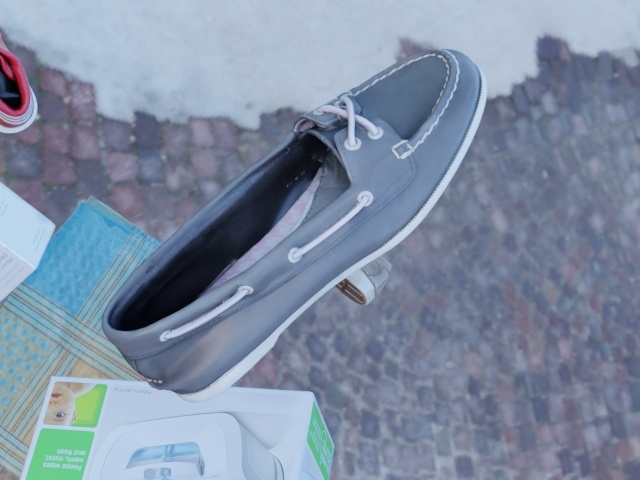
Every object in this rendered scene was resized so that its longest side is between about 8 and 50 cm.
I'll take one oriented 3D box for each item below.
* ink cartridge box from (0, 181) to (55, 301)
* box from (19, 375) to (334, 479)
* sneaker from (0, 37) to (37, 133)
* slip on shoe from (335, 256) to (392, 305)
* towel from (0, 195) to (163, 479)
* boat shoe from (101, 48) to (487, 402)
[{"bbox_3d":[-0.302,-0.021,0.857,0.180,0.104,0.060,40,29,-21],"label":"ink cartridge box"},{"bbox_3d":[-0.138,0.259,1.059,0.127,0.261,0.231,72,24,-54],"label":"box"},{"bbox_3d":[-0.375,-0.225,1.260,0.087,0.128,0.221,-40,99,-17],"label":"sneaker"},{"bbox_3d":[0.000,0.000,0.987,0.135,0.051,0.041,35,70,20],"label":"slip on shoe"},{"bbox_3d":[-0.282,0.157,1.350,0.370,0.271,0.040,-55,158,-6],"label":"towel"},{"bbox_3d":[-0.017,-0.023,0.834,0.095,0.335,0.112,42,3,-43],"label":"boat shoe"}]
